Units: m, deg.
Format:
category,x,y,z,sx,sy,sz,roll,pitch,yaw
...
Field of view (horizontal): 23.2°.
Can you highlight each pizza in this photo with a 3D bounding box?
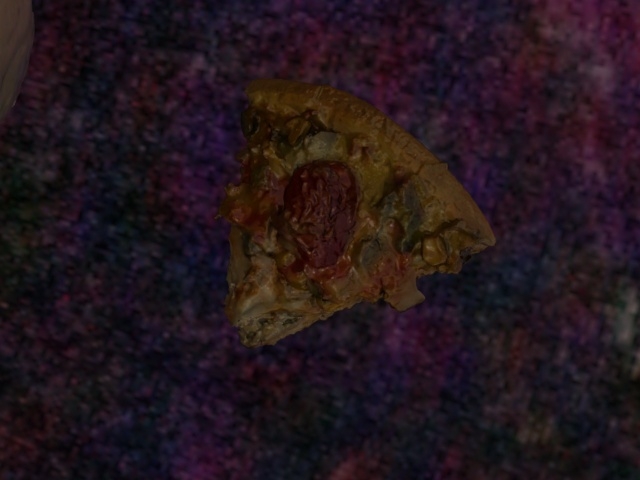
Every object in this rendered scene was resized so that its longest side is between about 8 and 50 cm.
category,x,y,z,sx,sy,sz,roll,pitch,yaw
pizza,0.000,0.000,0.430,0.078,0.083,0.025,-59,167,6

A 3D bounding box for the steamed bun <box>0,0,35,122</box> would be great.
category,x,y,z,sx,sy,sz,roll,pitch,yaw
steamed bun,-0.195,-0.072,0.421,0.225,0.200,0.170,-9,107,-8
